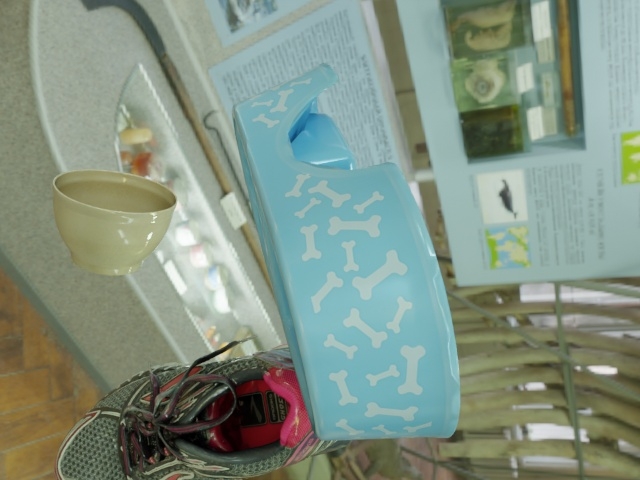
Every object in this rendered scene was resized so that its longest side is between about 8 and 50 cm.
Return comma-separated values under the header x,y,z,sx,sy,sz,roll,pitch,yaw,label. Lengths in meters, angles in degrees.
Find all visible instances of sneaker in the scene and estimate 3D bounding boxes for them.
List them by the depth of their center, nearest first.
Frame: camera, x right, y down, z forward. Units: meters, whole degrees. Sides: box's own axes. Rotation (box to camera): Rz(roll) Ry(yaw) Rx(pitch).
x,y,z,sx,sy,sz,roll,pitch,yaw,label
-0.109,0.147,0.546,0.112,0.299,0.121,10,59,-64,sneaker

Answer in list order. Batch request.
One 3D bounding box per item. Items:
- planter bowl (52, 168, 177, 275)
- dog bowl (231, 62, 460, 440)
x,y,z,sx,sy,sz,roll,pitch,yaw,label
-0.286,-0.020,0.914,0.162,0.162,0.109,-38,146,-67,planter bowl
0.000,0.000,0.434,0.297,0.074,0.166,-113,-168,-51,dog bowl
